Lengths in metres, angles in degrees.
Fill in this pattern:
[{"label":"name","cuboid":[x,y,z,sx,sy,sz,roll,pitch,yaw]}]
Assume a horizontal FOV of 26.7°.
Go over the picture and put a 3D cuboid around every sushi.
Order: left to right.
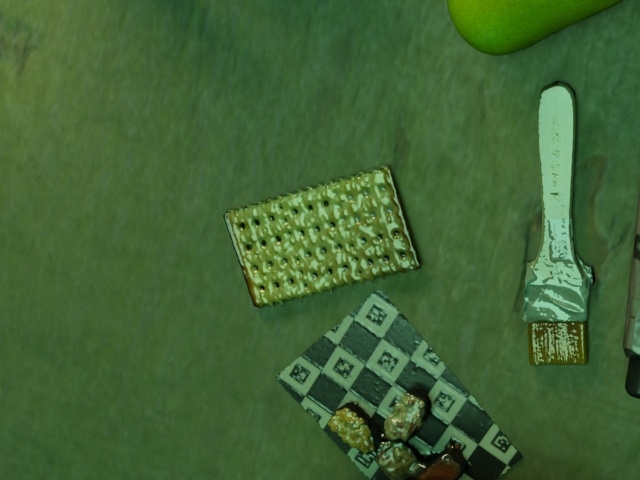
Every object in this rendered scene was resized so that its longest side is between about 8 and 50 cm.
[{"label":"sushi","cuboid":[0.090,0.226,1.668,0.192,0.043,0.279,-42,86,22]}]

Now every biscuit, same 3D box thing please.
[{"label":"biscuit","cuboid":[0.000,0.000,1.665,0.231,0.016,0.139,-16,96,22]}]

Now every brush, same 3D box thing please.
[{"label":"brush","cuboid":[0.274,-0.016,1.563,0.085,0.020,0.336,1,102,19]}]

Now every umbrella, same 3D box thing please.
[{"label":"umbrella","cuboid":[0.381,0.016,1.504,0.067,0.073,0.337,9,105,19]}]

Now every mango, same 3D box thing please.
[{"label":"mango","cuboid":[0.245,-0.321,1.440,0.273,0.149,0.185,-24,95,27]}]
